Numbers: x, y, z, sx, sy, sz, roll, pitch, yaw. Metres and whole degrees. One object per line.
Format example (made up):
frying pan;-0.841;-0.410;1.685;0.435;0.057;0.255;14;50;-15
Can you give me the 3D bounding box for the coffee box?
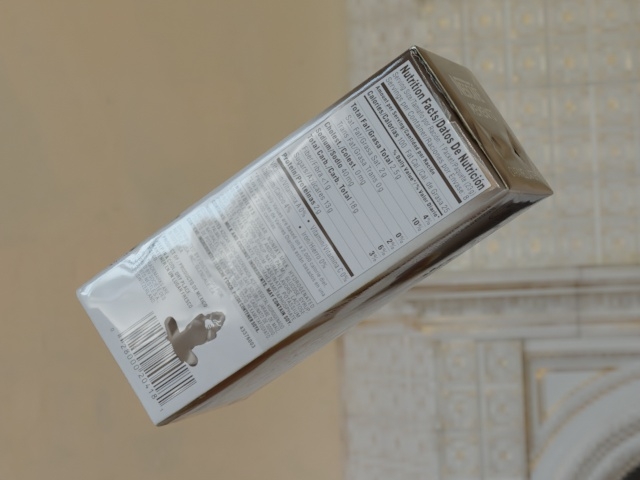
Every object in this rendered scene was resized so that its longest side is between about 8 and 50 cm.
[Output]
coffee box;0.000;0.000;0.888;0.246;0.098;0.141;-35;-9;15
